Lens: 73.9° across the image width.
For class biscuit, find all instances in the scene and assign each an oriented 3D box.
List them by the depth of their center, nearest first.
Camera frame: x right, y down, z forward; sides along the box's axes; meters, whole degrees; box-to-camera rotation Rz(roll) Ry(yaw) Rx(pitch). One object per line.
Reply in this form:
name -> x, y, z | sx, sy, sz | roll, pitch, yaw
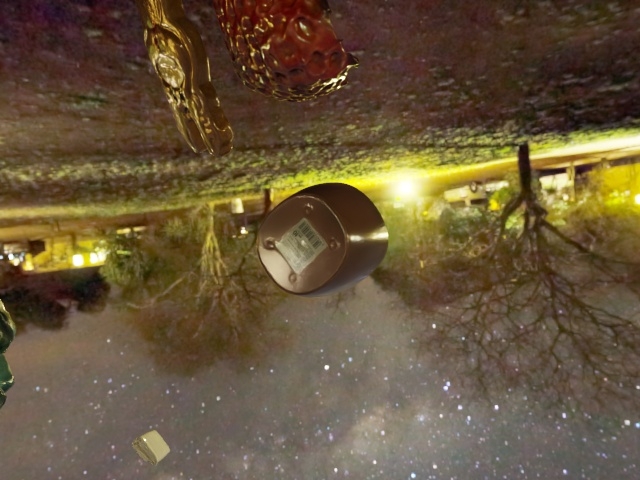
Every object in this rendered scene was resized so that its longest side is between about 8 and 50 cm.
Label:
biscuit -> -0.230, -0.276, 0.687 | 0.044, 0.295, 0.186 | -34, -148, -30

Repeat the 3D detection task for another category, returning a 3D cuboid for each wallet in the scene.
wallet -> -0.329, 0.405, 0.834 | 0.025, 0.061, 0.122 | -45, 174, -19

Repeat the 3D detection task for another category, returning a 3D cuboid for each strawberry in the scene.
strawberry -> -0.058, -0.272, 0.581 | 0.150, 0.280, 0.253 | -26, 156, 7

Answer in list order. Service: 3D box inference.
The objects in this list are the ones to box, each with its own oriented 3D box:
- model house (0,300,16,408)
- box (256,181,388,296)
model house -> -0.401, 0.081, 0.333 | 0.261, 0.226, 0.241 | -32, -170, -32
box -> 0.000, 0.000, 1.061 | 0.301, 0.301, 0.216 | -6, -179, 23
